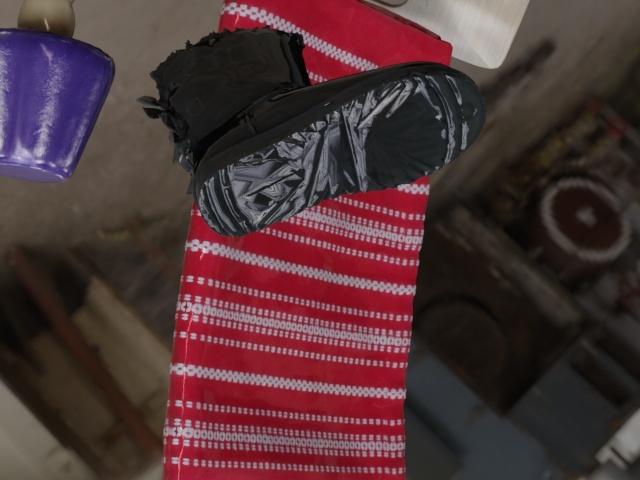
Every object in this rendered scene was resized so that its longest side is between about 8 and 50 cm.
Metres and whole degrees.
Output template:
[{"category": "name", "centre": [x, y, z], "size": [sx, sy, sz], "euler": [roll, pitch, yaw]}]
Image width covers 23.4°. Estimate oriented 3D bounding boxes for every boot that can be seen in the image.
[{"category": "boot", "centre": [-0.007, -0.053, 0.597], "size": [0.121, 0.099, 0.045], "euler": [-22, 125, -1]}]

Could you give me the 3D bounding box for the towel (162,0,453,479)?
[{"category": "towel", "centre": [0.000, 0.000, 0.822], "size": [0.199, 0.031, 0.275], "euler": [18, 77, -53]}]

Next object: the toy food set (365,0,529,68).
[{"category": "toy food set", "centre": [0.055, -0.248, 1.108], "size": [0.306, 0.219, 0.092], "euler": [-68, 180, -52]}]

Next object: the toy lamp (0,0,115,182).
[{"category": "toy lamp", "centre": [-0.132, -0.168, 0.807], "size": [0.080, 0.080, 0.275], "euler": [54, 44, -78]}]
